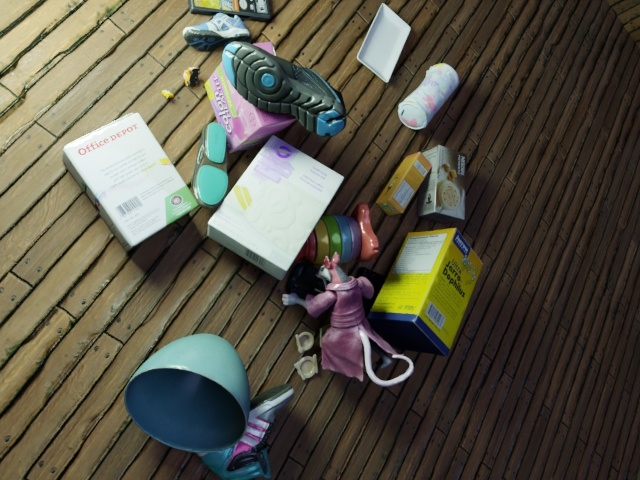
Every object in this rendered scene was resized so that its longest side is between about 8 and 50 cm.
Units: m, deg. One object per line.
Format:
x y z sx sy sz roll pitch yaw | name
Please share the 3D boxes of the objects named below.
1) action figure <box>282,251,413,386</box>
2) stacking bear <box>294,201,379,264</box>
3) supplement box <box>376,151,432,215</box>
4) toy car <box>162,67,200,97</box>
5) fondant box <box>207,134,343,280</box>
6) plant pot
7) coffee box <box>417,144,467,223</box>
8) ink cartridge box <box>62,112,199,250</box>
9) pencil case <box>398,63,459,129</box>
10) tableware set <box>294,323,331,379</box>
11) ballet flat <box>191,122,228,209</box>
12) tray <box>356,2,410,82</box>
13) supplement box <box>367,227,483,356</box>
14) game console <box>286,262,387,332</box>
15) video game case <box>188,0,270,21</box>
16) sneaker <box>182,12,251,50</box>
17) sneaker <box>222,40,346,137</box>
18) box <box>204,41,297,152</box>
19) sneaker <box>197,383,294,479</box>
0.066 0.216 1.382 0.248 0.275 0.371 -22 111 -21 | action figure
0.000 0.000 1.478 0.288 0.164 0.176 -6 67 -19 | stacking bear
0.288 -0.194 1.712 0.080 0.078 0.233 46 65 -19 | supplement box
-0.391 -0.446 1.383 0.040 0.060 0.122 39 54 16 | toy car
-0.119 -0.094 1.359 0.238 0.096 0.330 31 64 0 | fondant box
-0.296 0.344 1.218 0.290 0.290 0.195 43 29 -17 | plant pot
0.436 -0.198 1.782 0.141 0.098 0.247 12 77 -27 | coffee box
-0.475 -0.145 1.253 0.201 0.117 0.278 -38 102 -28 | ink cartridge box
0.391 -0.522 1.797 0.124 0.113 0.273 42 65 -8 | pencil case
-0.005 0.329 1.488 0.168 0.020 0.141 -13 96 -24 | tableware set
-0.298 -0.186 1.344 0.095 0.096 0.281 20 54 -28 | ballet flat
0.223 -0.701 1.777 0.145 0.030 0.271 31 69 -21 | tray
0.341 0.159 1.595 0.195 0.194 0.357 46 60 -28 | supplement box
0.064 0.163 1.553 0.361 0.044 0.213 26 71 -25 | game console
-0.288 -0.810 1.505 0.248 0.035 0.275 -7 87 -30 | video game case
-0.306 -0.607 1.447 0.211 0.080 0.081 -20 86 -40 | sneaker
-0.086 -0.386 1.248 0.340 0.125 0.140 29 41 -20 | sneaker
-0.197 -0.385 1.372 0.117 0.243 0.214 -21 94 -30 | box
-0.163 0.529 1.321 0.295 0.123 0.179 -31 93 -21 | sneaker
